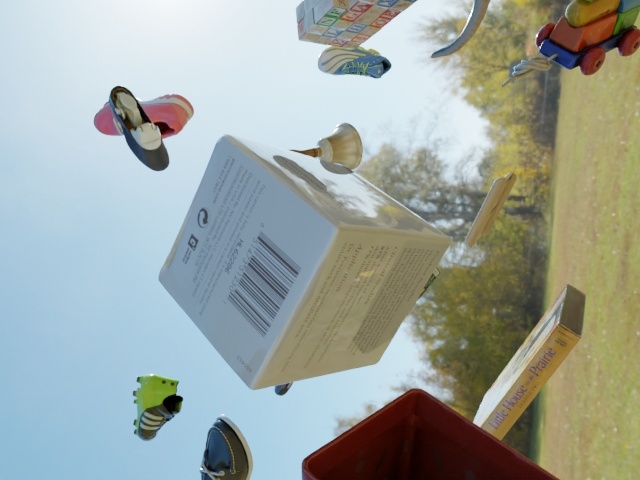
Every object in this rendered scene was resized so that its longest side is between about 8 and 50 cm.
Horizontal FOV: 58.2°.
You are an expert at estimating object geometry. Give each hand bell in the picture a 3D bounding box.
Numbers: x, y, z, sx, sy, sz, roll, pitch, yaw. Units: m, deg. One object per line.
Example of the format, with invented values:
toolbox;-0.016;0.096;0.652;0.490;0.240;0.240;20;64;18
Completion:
hand bell;-0.023;-0.219;1.448;0.241;0.126;0.126;-17;-65;-35

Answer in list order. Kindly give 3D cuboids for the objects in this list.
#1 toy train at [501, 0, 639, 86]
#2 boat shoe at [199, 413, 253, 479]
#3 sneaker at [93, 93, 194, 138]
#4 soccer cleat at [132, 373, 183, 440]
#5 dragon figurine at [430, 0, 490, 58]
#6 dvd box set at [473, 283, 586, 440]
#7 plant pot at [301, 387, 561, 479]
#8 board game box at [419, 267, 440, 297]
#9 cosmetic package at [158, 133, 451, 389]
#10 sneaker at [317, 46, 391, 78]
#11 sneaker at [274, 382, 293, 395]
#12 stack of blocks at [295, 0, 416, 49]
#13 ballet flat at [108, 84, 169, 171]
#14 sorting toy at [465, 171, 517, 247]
toy train;0.366;-0.317;0.816;0.247;0.105;0.144;-27;-37;-21
boat shoe;-0.210;0.501;1.236;0.091;0.114;0.303;-30;-48;-38
sneaker;-0.531;-0.345;1.673;0.116;0.313;0.136;71;-161;-46
soccer cleat;-0.260;0.275;0.925;0.179;0.072;0.060;106;170;-45
dragon figurine;0.142;-0.310;0.491;0.289;0.085;0.144;83;-173;-54
dvd box set;0.523;0.330;1.462;0.307;0.062;0.421;-28;-32;-60
plant pot;0.138;0.413;0.798;0.267;0.267;0.236;-16;-56;-43
board game box;0.199;0.147;1.579;0.136;0.259;0.030;-39;-82;-42
cosmetic package;-0.026;0.040;1.122;0.393;0.327;0.330;6;-62;-52
sneaker;0.112;-0.525;1.692;0.240;0.126;0.091;-18;-55;-34
sneaker;-0.106;0.297;1.541;0.083;0.098;0.224;-31;38;56
stack of blocks;0.085;-0.562;1.350;0.171;0.297;0.087;-1;-98;-31
ballet flat;-0.378;-0.237;1.191;0.203;0.074;0.074;58;-160;8
sorting toy;0.438;-0.086;1.491;0.208;0.038;0.193;-19;-45;-61
